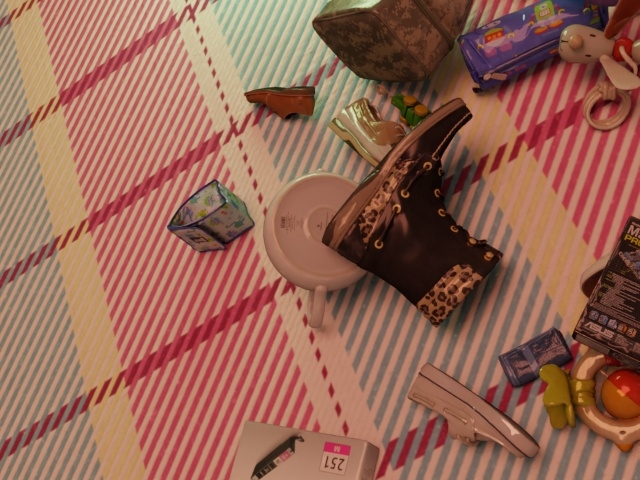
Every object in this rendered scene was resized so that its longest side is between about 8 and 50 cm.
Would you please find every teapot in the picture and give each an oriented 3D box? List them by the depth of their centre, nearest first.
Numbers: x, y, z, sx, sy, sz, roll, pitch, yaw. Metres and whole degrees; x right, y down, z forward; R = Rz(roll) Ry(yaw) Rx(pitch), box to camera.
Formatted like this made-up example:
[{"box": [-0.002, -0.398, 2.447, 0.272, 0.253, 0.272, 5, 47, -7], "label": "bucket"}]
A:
[{"box": [0.000, 0.000, 1.882, 0.256, 0.187, 0.252, -41, 82, -16], "label": "teapot"}]

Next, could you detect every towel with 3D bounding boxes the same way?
[{"box": [0.378, 0.206, 1.657, 0.119, 0.029, 0.067, -30, 56, 13], "label": "towel"}]

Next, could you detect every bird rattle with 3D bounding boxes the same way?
[{"box": [0.485, 0.227, 1.555, 0.253, 0.143, 0.207, -44, 70, -6], "label": "bird rattle"}]

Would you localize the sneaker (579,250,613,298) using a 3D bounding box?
[{"box": [0.583, 0.018, 1.612, 0.290, 0.106, 0.123, -25, 25, 24], "label": "sneaker"}]

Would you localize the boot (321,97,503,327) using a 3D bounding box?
[{"box": [0.220, -0.052, 1.752, 0.284, 0.138, 0.377, 42, 78, 7], "label": "boot"}]

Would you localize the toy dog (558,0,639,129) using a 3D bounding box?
[{"box": [0.595, -0.337, 1.678, 0.333, 0.161, 0.220, -14, 88, 23], "label": "toy dog"}]

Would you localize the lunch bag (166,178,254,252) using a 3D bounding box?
[{"box": [-0.243, -0.042, 2.065, 0.151, 0.129, 0.096, -33, 54, 11], "label": "lunch bag"}]

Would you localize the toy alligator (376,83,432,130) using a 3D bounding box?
[{"box": [0.190, -0.282, 1.992, 0.051, 0.056, 0.190, -16, 46, -28], "label": "toy alligator"}]

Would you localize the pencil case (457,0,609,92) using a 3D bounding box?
[{"box": [0.424, -0.404, 1.874, 0.306, 0.119, 0.133, -22, 45, 19], "label": "pencil case"}]

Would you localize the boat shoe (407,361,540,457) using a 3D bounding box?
[{"box": [0.257, 0.311, 1.634, 0.267, 0.096, 0.088, 33, 89, 38], "label": "boat shoe"}]

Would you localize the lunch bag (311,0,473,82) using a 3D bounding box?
[{"box": [0.164, -0.488, 1.972, 0.256, 0.212, 0.305, -51, 26, -13], "label": "lunch bag"}]

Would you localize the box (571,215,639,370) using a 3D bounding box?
[{"box": [0.563, 0.113, 1.472, 0.270, 0.060, 0.216, 25, 77, 17], "label": "box"}]

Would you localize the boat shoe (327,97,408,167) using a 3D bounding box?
[{"box": [0.134, -0.198, 1.940, 0.103, 0.113, 0.302, -49, 53, 5], "label": "boat shoe"}]

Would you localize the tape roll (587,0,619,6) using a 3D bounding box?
[{"box": [0.529, -0.569, 1.704, 0.274, 0.090, 0.275, -6, 82, 44], "label": "tape roll"}]

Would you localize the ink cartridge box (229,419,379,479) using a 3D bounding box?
[{"box": [-0.047, 0.473, 1.747, 0.275, 0.060, 0.239, 3, 67, 30], "label": "ink cartridge box"}]

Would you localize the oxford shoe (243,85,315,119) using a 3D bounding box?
[{"box": [-0.098, -0.315, 2.160, 0.212, 0.076, 0.076, 12, 113, 43], "label": "oxford shoe"}]
